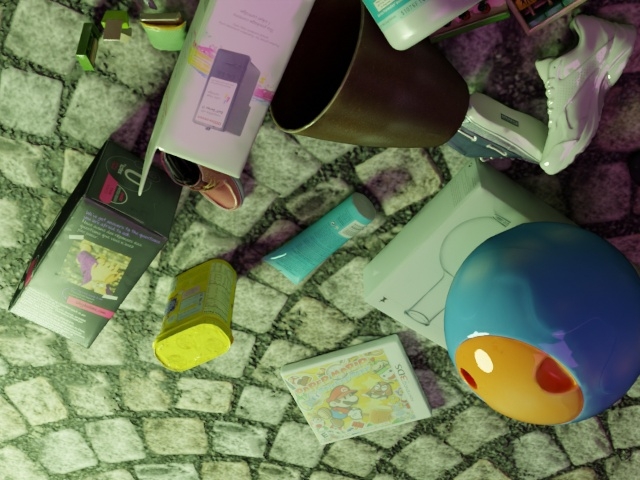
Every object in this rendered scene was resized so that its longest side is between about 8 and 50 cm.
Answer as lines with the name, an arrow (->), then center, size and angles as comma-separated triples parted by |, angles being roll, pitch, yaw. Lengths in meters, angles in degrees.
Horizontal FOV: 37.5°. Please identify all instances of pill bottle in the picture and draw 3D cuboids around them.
pill bottle -> 0.081, -0.370, 1.111 | 0.146, 0.146, 0.264 | -30, 99, 21

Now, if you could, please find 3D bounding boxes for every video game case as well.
video game case -> 0.068, 0.280, 1.744 | 0.226, 0.026, 0.206 | -17, 124, 13

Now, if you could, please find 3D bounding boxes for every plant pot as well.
plant pot -> 0.083, -0.215, 1.287 | 0.230, 0.215, 0.215 | 17, 127, -31

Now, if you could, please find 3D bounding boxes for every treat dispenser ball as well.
treat dispenser ball -> 0.319, 0.116, 1.338 | 0.288, 0.288, 0.288 | 0, 127, 1

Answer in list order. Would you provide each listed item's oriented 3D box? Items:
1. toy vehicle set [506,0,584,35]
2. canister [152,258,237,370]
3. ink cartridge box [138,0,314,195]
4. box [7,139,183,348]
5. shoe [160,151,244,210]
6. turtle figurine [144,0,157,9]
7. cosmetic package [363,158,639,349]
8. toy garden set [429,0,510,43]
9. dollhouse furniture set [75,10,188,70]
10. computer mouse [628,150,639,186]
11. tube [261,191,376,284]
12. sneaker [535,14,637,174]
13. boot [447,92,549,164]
toy vehicle set -> 0.343, -0.406, 1.223 | 0.266, 0.035, 0.166 | -31, 120, 22
canister -> -0.199, 0.117, 1.537 | 0.126, 0.170, 0.073 | -24, 123, 18
ink cartridge box -> -0.121, -0.225, 1.226 | 0.119, 0.207, 0.354 | 19, 114, -15
box -> -0.347, 0.008, 1.462 | 0.143, 0.165, 0.270 | 30, 121, -19
shoe -> -0.181, -0.095, 1.435 | 0.063, 0.081, 0.178 | -26, 122, 19
turtle figurine -> -0.271, -0.423, 1.124 | 0.266, 0.198, 0.275 | 28, 119, -12
cosmetic package -> 0.302, 0.073, 1.546 | 0.377, 0.097, 0.284 | 31, 124, -20
toy garden set -> 0.198, -0.394, 1.178 | 0.203, 0.049, 0.244 | -17, 106, 14
dollhouse furniture set -> -0.257, -0.272, 1.304 | 0.151, 0.059, 0.076 | 1, 156, 6
computer mouse -> 0.581, -0.076, 1.462 | 0.242, 0.041, 0.071 | 21, 123, -15
tube -> 0.000, 0.000, 1.527 | 0.080, 0.052, 0.207 | 40, 123, -20
sneaker -> 0.347, -0.210, 1.332 | 0.115, 0.090, 0.232 | 22, 101, 2
boot -> 0.272, -0.148, 1.408 | 0.190, 0.069, 0.086 | 27, 139, -17
